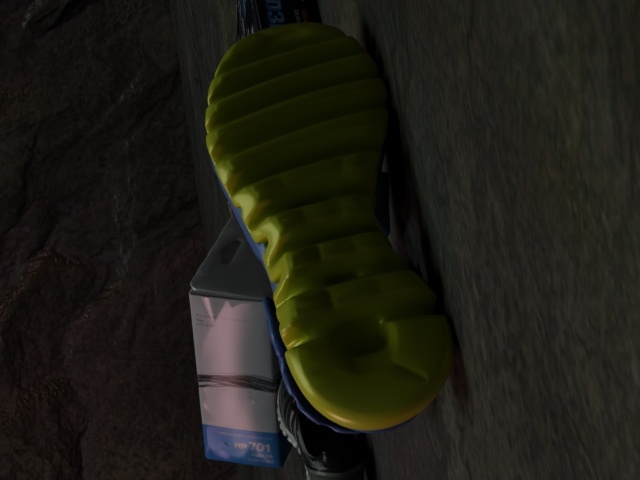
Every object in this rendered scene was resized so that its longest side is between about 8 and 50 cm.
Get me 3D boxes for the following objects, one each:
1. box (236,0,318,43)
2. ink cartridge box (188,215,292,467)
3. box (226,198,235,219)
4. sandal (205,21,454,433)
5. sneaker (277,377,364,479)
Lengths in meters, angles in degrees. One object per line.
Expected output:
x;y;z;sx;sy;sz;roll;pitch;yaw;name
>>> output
-0.028;-0.129;1.490;0.175;0.051;0.220;95;165;-61;box
-0.058;0.093;1.668;0.139;0.082;0.190;-62;-25;-53;ink cartridge box
-0.054;0.055;1.865;0.087;0.058;0.232;157;104;-82;box
0.000;0.000;1.170;0.138;0.126;0.317;86;174;-60;sandal
0.003;0.157;1.544;0.170;0.063;0.075;-109;17;-50;sneaker
